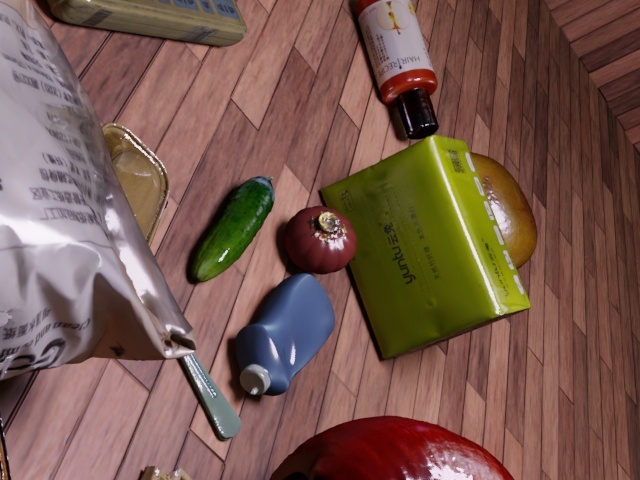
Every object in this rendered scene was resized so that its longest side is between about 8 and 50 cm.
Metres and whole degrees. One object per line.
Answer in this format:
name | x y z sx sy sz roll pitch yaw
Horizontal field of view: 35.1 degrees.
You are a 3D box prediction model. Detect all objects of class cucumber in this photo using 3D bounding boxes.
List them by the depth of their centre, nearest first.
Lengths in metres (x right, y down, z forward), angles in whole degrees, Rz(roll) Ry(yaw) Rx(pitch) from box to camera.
cucumber | -0.099 -0.026 1.266 0.056 0.056 0.250 54 32 -19

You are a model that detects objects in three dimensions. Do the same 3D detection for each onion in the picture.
onion | 0.088 0.355 1.029 0.341 0.341 0.341 37 40 -39

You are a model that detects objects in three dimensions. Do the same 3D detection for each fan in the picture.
fan | -0.142 0.135 1.116 0.193 0.016 0.038 61 32 -9

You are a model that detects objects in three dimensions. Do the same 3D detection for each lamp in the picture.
lamp | 0.000 0.000 1.370 0.101 0.090 0.101 9 53 -13

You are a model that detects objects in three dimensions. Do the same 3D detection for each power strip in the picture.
power strip | -0.221 -0.307 1.270 0.387 0.066 0.092 -9 74 -59

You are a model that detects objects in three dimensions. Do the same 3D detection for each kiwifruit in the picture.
kiwifruit | 0.256 -0.041 1.712 0.196 0.196 0.234 -14 81 -60

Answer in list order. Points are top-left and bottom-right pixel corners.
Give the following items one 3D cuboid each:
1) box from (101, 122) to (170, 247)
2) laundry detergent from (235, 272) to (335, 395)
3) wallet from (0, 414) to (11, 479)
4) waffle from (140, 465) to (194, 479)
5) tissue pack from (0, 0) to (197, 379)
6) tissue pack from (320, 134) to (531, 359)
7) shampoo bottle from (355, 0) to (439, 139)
box | -0.215 -0.037 1.037 0.111 0.111 0.177 46 38 -31
laundry detergent | -0.048 0.122 1.233 0.097 0.061 0.206 65 29 -16
wallet | -0.312 0.175 0.787 0.161 0.042 0.195 5 65 -57
waffle | -0.135 0.282 1.014 0.135 0.021 0.092 50 34 -27
tissue pack | -0.292 -0.052 0.797 0.375 0.195 0.390 -9 68 -56
tissue pack | 0.157 0.012 1.499 0.167 0.200 0.275 -1 69 -60
shampoo bottle | 0.147 -0.314 1.821 0.104 0.104 0.278 9 61 -56
